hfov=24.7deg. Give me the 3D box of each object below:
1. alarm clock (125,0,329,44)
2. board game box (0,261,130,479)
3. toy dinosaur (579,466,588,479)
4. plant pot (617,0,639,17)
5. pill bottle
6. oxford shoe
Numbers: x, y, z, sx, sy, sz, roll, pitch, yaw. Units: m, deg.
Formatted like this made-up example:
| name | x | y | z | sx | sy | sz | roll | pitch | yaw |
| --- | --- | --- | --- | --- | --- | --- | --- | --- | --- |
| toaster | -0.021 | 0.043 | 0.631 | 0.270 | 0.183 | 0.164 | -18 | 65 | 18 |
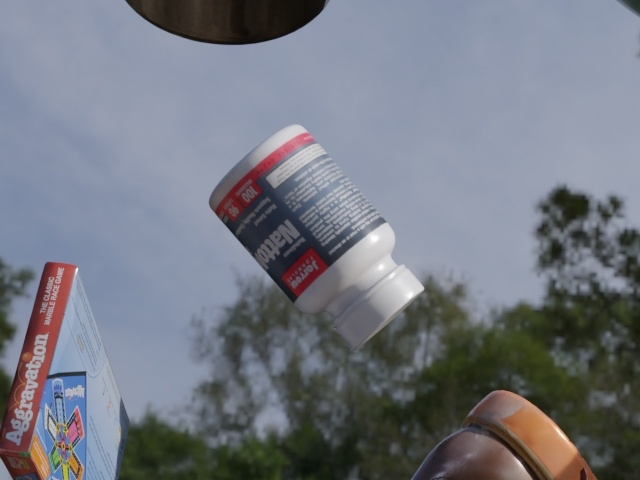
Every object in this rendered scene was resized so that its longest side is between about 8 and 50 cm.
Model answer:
| name | x | y | z | sx | sy | sz | roll | pitch | yaw |
| --- | --- | --- | --- | --- | --- | --- | --- | --- | --- |
| alarm clock | -0.072 | -0.162 | 0.827 | 0.192 | 0.129 | 0.064 | -9 | -42 | -20 |
| board game box | -0.189 | 0.147 | 1.112 | 0.027 | 0.145 | 0.281 | 5 | -30 | 4 |
| toy dinosaur | 0.072 | 0.130 | 0.575 | 0.082 | 0.090 | 0.047 | 8 | -62 | -8 |
| plant pot | 0.239 | -0.228 | 0.804 | 0.293 | 0.293 | 0.196 | 13 | -9 | -6 |
| pill bottle | 0.000 | 0.000 | 1.247 | 0.180 | 0.108 | 0.108 | 49 | -33 | 6 |
| oxford shoe | 0.186 | 0.292 | 1.081 | 0.363 | 0.133 | 0.130 | 55 | -21 | -6 |
